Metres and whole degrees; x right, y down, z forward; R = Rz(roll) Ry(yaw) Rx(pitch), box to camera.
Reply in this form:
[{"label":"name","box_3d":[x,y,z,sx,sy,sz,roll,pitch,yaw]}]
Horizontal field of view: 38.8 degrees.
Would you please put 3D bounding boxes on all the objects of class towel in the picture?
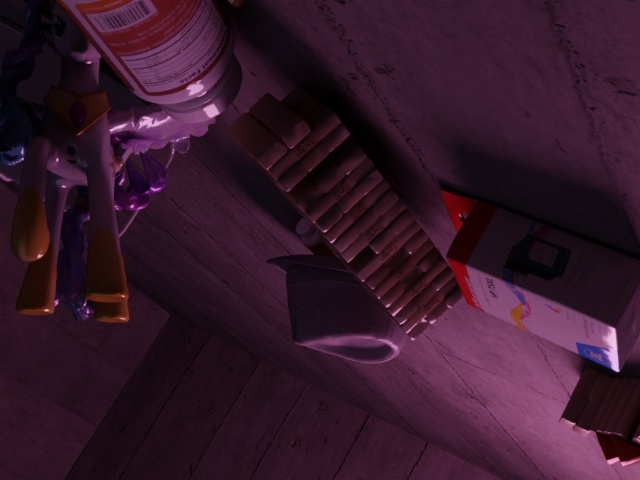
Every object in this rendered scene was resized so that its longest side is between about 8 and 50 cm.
[{"label":"towel","box_3d":[0.055,-0.075,1.055,0.083,0.009,0.060,20,162,40]}]

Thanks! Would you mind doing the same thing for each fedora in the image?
[{"label":"fedora","box_3d":[0.036,0.108,1.345,0.244,0.124,0.275,25,162,-40]}]

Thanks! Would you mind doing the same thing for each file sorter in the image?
[{"label":"file sorter","box_3d":[-0.383,-0.153,1.331,0.278,0.193,0.173,29,168,11]}]

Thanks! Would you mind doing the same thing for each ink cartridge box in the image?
[{"label":"ink cartridge box","box_3d":[0.220,0.039,0.958,0.231,0.078,0.134,24,163,29]}]

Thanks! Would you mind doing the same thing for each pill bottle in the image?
[{"label":"pill bottle","box_3d":[0.000,0.000,1.339,0.043,0.043,0.083,14,158,49]},{"label":"pill bottle","box_3d":[-0.152,-0.203,0.830,0.121,0.121,0.216,24,164,27]}]

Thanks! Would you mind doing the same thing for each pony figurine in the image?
[{"label":"pony figurine","box_3d":[-0.258,-0.098,1.000,0.303,0.363,0.351,1,168,-11]}]

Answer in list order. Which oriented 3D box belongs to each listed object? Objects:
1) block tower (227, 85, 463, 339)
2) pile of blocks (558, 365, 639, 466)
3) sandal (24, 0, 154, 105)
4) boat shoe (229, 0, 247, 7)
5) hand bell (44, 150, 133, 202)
[{"label":"block tower","box_3d":[0.042,-0.022,0.999,0.335,0.091,0.097,49,178,-38]},{"label":"pile of blocks","box_3d":[0.438,0.251,1.148,0.149,0.112,0.362,36,165,-16]},{"label":"sandal","box_3d":[-0.276,-0.232,1.114,0.254,0.054,0.097,39,163,-28]},{"label":"boat shoe","box_3d":[-0.060,-0.233,0.674,0.072,0.068,0.190,46,163,-9]},{"label":"hand bell","box_3d":[-0.407,-0.091,1.467,0.126,0.242,0.126,30,165,9]}]
